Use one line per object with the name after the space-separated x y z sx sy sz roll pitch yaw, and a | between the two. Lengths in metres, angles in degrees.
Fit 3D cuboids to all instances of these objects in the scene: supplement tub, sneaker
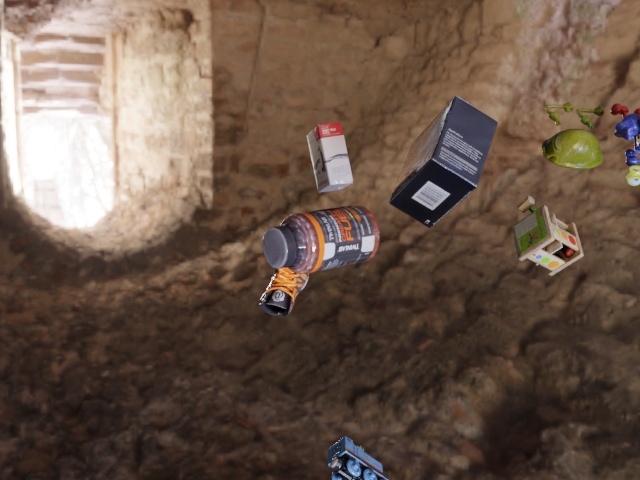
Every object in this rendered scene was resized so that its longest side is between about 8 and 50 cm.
0.000 0.000 1.336 0.197 0.106 0.106 -10 -166 -39 | supplement tub
-0.079 0.096 2.133 0.124 0.321 0.180 19 -134 5 | sneaker

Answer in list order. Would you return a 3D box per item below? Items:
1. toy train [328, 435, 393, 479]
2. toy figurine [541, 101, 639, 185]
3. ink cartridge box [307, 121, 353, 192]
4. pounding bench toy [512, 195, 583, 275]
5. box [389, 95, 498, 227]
0.097 0.546 1.837 0.184 0.080 0.105 37 -154 -19 | toy train
0.649 -0.245 1.551 0.362 0.191 0.217 9 153 -2 | toy figurine
0.020 -0.180 1.706 0.056 0.135 0.099 -10 176 -17 | ink cartridge box
0.278 -0.010 0.958 0.065 0.083 0.052 24 136 -28 | pounding bench toy
0.209 -0.133 1.339 0.093 0.158 0.156 31 145 -8 | box
